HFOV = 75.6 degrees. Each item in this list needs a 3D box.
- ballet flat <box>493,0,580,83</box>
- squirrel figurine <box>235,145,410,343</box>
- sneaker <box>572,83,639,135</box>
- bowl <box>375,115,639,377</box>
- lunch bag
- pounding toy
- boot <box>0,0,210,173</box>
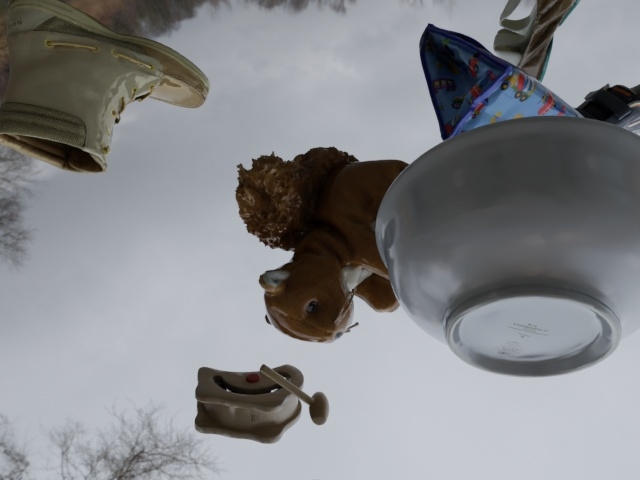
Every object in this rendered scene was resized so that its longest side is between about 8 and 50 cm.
[{"bbox_3d":[0.418,-0.423,0.822,0.123,0.342,0.116,8,-100,14],"label":"ballet flat"},{"bbox_3d":[0.000,0.000,0.820,0.397,0.281,0.370,41,-112,15],"label":"squirrel figurine"},{"bbox_3d":[0.639,-0.283,0.957,0.320,0.128,0.126,-23,-127,-12],"label":"sneaker"},{"bbox_3d":[0.195,0.041,0.409,0.297,0.298,0.134,-7,-136,24],"label":"bowl"},{"bbox_3d":[0.292,-0.265,0.736,0.138,0.220,0.293,-52,-147,35],"label":"lunch bag"},{"bbox_3d":[-0.110,0.273,0.792,0.269,0.155,0.154,6,-168,6],"label":"pounding toy"},{"bbox_3d":[-0.275,-0.182,0.561,0.095,0.261,0.204,-20,-112,41],"label":"boot"}]
